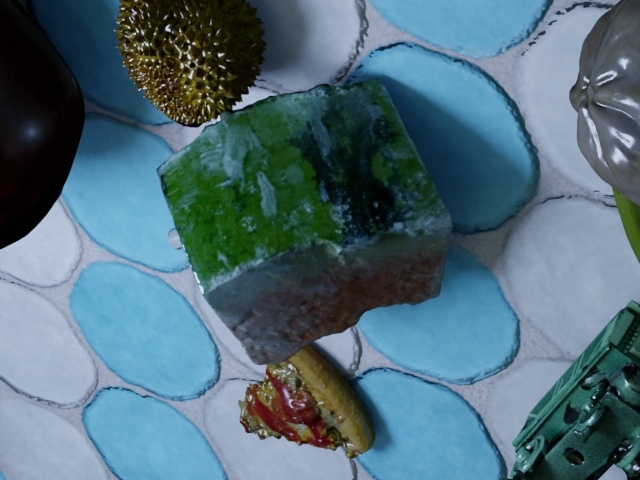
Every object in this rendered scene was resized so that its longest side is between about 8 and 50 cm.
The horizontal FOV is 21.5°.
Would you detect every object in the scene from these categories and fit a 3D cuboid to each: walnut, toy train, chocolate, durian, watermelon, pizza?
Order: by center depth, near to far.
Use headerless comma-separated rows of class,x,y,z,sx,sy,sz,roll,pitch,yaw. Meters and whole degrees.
walnut,0.319,-0.121,1.381,0.224,0.224,0.224,19,135,20
durian,-0.133,-0.196,1.730,0.158,0.137,0.168,27,132,43
watermelon,0.001,0.005,1.742,0.264,0.151,0.302,-20,131,1
toy train,0.291,0.197,1.767,0.115,0.154,0.269,36,137,4
chocolate,-0.423,-0.152,1.838,0.331,0.384,0.383,35,140,-21
pizza,-0.041,0.209,2.072,0.188,0.062,0.199,50,138,-11

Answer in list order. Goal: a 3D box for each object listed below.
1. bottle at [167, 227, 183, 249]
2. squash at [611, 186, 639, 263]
bottle,-0.090,-0.021,1.904,0.217,0.060,0.060,-12,119,40
squash,0.307,-0.088,1.558,0.094,0.094,0.341,7,132,29
